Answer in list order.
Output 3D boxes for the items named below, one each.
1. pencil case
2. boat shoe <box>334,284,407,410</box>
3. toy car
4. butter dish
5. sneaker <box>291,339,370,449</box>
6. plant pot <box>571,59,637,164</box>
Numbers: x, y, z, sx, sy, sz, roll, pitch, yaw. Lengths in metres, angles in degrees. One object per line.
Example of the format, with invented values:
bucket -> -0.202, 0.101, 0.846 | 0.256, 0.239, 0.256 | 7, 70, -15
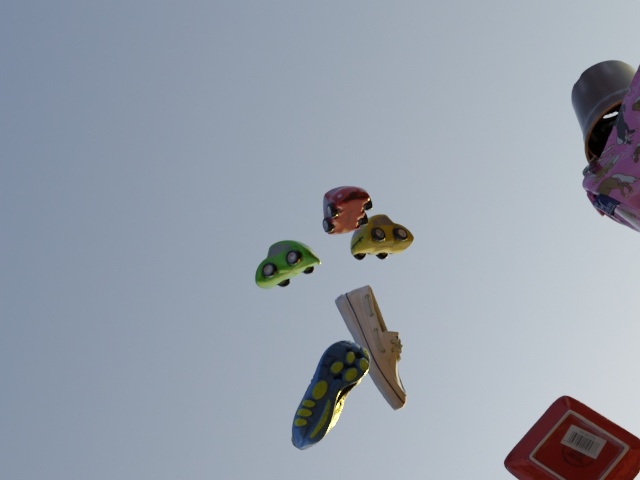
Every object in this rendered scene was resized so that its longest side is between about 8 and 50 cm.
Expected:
pencil case -> 0.486, -0.194, 1.782 | 0.167, 0.160, 0.386 | 23, -88, -17
boat shoe -> 0.104, 0.181, 2.331 | 0.226, 0.076, 0.083 | 62, -173, 12
toy car -> 0.000, 0.000, 1.938 | 0.239, 0.225, 0.053 | 37, -150, -61
butter dish -> 0.364, 0.330, 1.913 | 0.160, 0.160, 0.118 | -43, -33, -25
sneaker -> 0.008, 0.215, 1.888 | 0.188, 0.067, 0.078 | -57, -1, -34
plant pot -> 0.499, -0.209, 2.248 | 0.165, 0.167, 0.167 | -103, -1, -54
